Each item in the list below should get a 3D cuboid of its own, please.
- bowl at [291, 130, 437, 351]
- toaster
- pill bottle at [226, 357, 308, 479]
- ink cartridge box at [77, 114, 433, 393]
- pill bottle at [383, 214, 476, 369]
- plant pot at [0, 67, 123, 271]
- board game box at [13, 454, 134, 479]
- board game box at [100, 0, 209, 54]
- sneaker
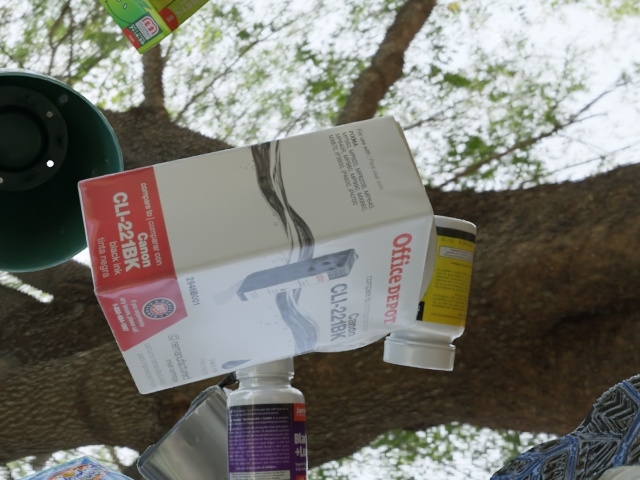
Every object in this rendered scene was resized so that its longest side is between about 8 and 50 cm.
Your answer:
[{"bbox_3d":[0.000,0.000,1.099,0.134,0.297,0.298,8,-112,-83],"label":"bowl"},{"bbox_3d":[-0.166,0.337,1.377,0.227,0.129,0.146,-46,-109,-1],"label":"toaster"},{"bbox_3d":[-0.073,0.256,1.172,0.108,0.108,0.194,8,-107,-40],"label":"pill bottle"},{"bbox_3d":[-0.050,0.017,0.763,0.272,0.197,0.114,-14,-122,-8],"label":"ink cartridge box"},{"bbox_3d":[0.151,0.074,1.229,0.119,0.119,0.209,12,-97,-39],"label":"pill bottle"},{"bbox_3d":[-0.464,-0.128,1.323,0.293,0.235,0.293,-7,-69,-19],"label":"plant pot"},{"bbox_3d":[-0.321,0.391,1.268,0.160,0.210,0.047,-2,-71,-66],"label":"board game box"},{"bbox_3d":[-0.170,-0.254,0.713,0.181,0.043,0.092,53,-142,-19],"label":"board game box"},{"bbox_3d":[0.218,0.163,0.618,0.081,0.211,0.080,57,-172,-30],"label":"sneaker"}]
